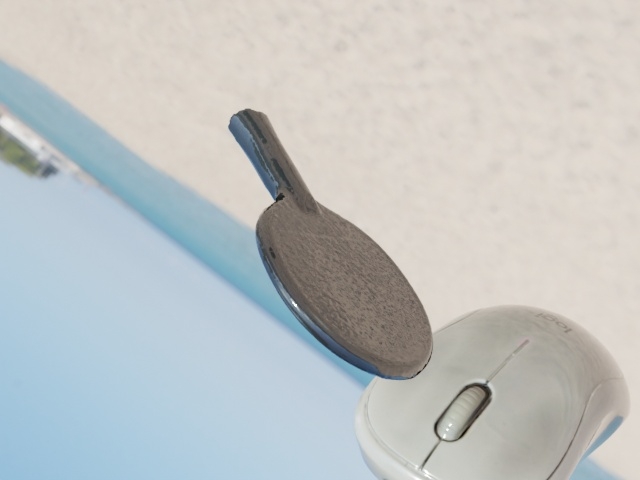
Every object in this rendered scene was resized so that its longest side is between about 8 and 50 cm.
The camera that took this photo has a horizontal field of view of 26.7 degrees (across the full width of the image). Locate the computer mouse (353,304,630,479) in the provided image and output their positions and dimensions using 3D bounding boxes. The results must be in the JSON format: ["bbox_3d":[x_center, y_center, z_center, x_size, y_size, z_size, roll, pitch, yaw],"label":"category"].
[{"bbox_3d":[0.162,0.133,1.146,0.184,0.121,0.297,34,-152,27],"label":"computer mouse"}]

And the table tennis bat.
[{"bbox_3d":[0.000,0.000,0.940,0.150,0.027,0.236,8,-137,-51],"label":"table tennis bat"}]
